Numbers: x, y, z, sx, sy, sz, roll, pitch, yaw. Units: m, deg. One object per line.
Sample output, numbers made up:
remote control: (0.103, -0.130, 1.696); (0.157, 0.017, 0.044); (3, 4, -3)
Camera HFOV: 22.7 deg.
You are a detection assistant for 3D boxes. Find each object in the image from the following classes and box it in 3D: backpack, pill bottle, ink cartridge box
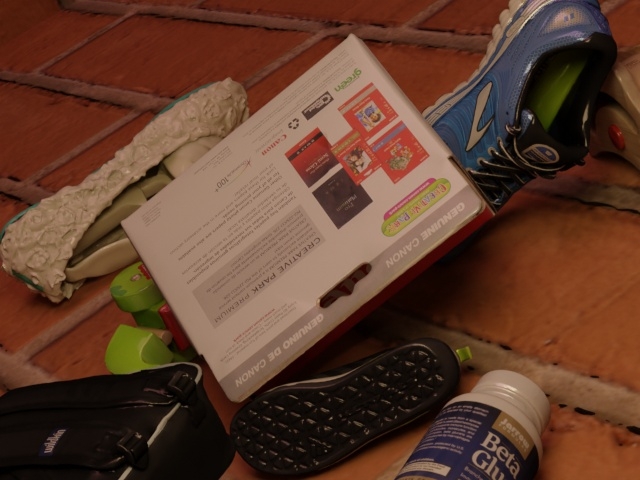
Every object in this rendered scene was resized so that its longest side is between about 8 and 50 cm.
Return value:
backpack: (-0.219, 0.222, 1.413); (0.253, 0.191, 0.225); (-3, 29, 26)
pill bottle: (0.124, 0.183, 1.294); (0.094, 0.094, 0.169); (-4, 32, 37)
ink cartridge box: (0.000, 0.000, 1.571); (0.309, 0.130, 0.272); (-38, 52, 5)

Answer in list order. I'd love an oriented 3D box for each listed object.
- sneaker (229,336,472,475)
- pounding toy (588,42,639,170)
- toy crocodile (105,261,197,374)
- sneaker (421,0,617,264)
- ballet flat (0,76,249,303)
sneaker: (0.033, 0.155, 1.487); (0.234, 0.084, 0.097); (-20, -3, 12)
pounding toy: (0.380, -0.143, 1.668); (0.155, 0.154, 0.269); (-27, 5, -8)
toy crocodile: (-0.125, 0.044, 1.776); (0.105, 0.115, 0.340); (3, 39, 41)
sneaker: (0.188, -0.106, 1.638); (0.330, 0.130, 0.147); (-59, 29, 22)
ballet flat: (-0.227, -0.052, 2.079); (0.409, 0.147, 0.147); (-38, 27, -19)
